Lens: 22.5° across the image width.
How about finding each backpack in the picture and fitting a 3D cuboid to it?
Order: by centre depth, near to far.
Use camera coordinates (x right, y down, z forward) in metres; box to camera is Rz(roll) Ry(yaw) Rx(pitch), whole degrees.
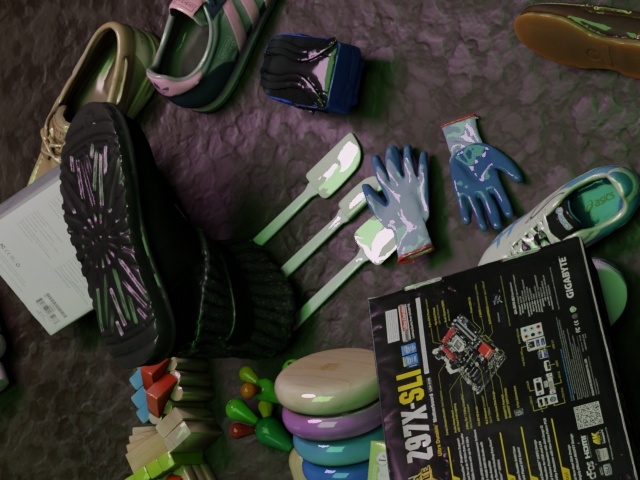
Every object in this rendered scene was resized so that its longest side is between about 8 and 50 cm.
[{"bbox_3d":[-0.012,-0.210,2.059,0.120,0.101,0.098,13,88,32],"label":"backpack"}]

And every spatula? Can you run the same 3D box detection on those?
[{"bbox_3d":[0.000,0.000,2.075,0.242,0.019,0.168,-44,68,16],"label":"spatula"}]

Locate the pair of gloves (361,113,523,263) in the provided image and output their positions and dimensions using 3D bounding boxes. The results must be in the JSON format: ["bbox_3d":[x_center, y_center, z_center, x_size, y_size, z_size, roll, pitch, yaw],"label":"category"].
[{"bbox_3d":[0.152,-0.066,1.994,0.198,0.023,0.159,-21,69,15],"label":"pair of gloves"}]

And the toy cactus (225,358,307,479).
[{"bbox_3d":[-0.021,0.239,2.021,0.219,0.112,0.180,-8,90,16],"label":"toy cactus"}]

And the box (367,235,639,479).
[{"bbox_3d":[0.195,0.171,1.721,0.257,0.079,0.322,-19,50,15],"label":"box"}]

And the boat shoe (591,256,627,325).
[{"bbox_3d":[0.231,0.122,1.894,0.301,0.102,0.108,-42,92,12],"label":"boat shoe"}]

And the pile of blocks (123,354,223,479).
[{"bbox_3d":[-0.212,0.229,2.105,0.149,0.112,0.362,-10,79,26],"label":"pile of blocks"}]

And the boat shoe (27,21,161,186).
[{"bbox_3d":[-0.338,-0.146,2.215,0.122,0.110,0.341,29,97,27],"label":"boat shoe"}]

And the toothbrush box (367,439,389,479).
[{"bbox_3d":[0.219,0.298,1.821,0.283,0.206,0.122,2,84,27],"label":"toothbrush box"}]

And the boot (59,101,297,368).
[{"bbox_3d":[-0.177,-0.006,2.020,0.131,0.260,0.348,-19,81,42],"label":"boot"}]

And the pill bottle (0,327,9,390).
[{"bbox_3d":[-0.509,0.127,2.273,0.108,0.108,0.193,-31,71,21],"label":"pill bottle"}]

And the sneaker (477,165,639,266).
[{"bbox_3d":[0.274,-0.012,1.898,0.237,0.086,0.085,-37,71,20],"label":"sneaker"}]

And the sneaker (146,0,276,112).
[{"bbox_3d":[-0.132,-0.327,2.118,0.112,0.131,0.319,21,94,28],"label":"sneaker"}]

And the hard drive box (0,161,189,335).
[{"bbox_3d":[-0.320,-0.010,2.155,0.232,0.089,0.181,-31,107,21],"label":"hard drive box"}]

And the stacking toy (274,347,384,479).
[{"bbox_3d":[0.039,0.302,1.919,0.141,0.141,0.330,0,110,27],"label":"stacking toy"}]

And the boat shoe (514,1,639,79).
[{"bbox_3d":[0.335,-0.244,1.908,0.207,0.073,0.073,20,56,25],"label":"boat shoe"}]
